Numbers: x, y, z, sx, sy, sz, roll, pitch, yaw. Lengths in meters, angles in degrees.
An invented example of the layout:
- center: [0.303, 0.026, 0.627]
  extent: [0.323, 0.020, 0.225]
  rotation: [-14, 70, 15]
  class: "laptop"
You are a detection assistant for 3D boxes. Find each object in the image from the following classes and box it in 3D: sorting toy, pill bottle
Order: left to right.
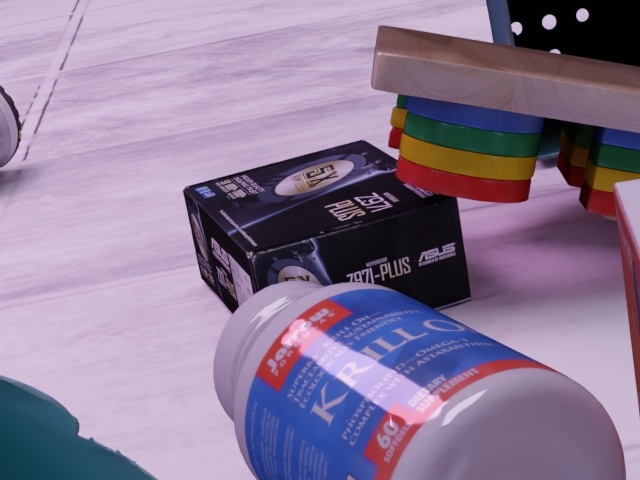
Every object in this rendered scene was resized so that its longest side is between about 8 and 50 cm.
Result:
- center: [0.032, 0.090, 0.718]
  extent: [0.124, 0.124, 0.221]
  rotation: [-21, 22, -24]
  class: "pill bottle"
- center: [0.157, -0.076, 1.017]
  extent: [0.256, 0.089, 0.257]
  rotation: [9, 12, 1]
  class: "sorting toy"

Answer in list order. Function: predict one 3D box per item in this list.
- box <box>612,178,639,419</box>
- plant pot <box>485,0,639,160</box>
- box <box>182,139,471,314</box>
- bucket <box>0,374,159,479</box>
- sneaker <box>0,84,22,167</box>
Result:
- center: [0.185, 0.067, 0.631]
  extent: [0.091, 0.170, 0.130]
  rotation: [-8, 20, 8]
  class: "box"
- center: [0.228, -0.182, 1.304]
  extent: [0.166, 0.165, 0.234]
  rotation: [-12, 12, -2]
  class: "plant pot"
- center: [0.000, 0.000, 1.039]
  extent: [0.147, 0.077, 0.180]
  rotation: [-15, 21, -14]
  class: "box"
- center: [-0.176, 0.159, 0.446]
  extent: [0.281, 0.281, 0.183]
  rotation: [-25, 16, -33]
  class: "bucket"
- center: [-0.495, -0.091, 1.449]
  extent: [0.385, 0.145, 0.147]
  rotation: [-9, 20, 11]
  class: "sneaker"
